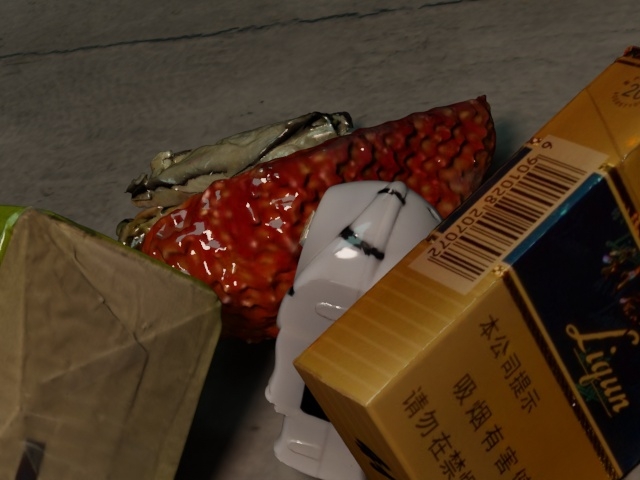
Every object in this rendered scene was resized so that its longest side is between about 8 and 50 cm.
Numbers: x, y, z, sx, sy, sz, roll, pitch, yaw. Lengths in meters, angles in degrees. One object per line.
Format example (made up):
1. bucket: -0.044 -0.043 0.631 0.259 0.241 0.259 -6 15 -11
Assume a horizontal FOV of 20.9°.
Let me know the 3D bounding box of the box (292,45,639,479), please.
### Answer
1. box: 0.117 0.039 0.838 0.237 0.152 0.070 -41 35 -14

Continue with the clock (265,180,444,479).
1. clock: 0.026 0.032 0.911 0.080 0.176 0.117 16 45 6

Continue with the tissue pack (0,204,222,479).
1. tissue pack: -0.219 0.086 0.968 0.274 0.167 0.200 5 74 47

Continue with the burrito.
1. burrito: -0.051 -0.053 1.178 0.171 0.042 0.051 -14 35 28

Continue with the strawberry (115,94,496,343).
1. strawberry: -0.001 0.000 1.031 0.236 0.107 0.175 -20 -1 14
